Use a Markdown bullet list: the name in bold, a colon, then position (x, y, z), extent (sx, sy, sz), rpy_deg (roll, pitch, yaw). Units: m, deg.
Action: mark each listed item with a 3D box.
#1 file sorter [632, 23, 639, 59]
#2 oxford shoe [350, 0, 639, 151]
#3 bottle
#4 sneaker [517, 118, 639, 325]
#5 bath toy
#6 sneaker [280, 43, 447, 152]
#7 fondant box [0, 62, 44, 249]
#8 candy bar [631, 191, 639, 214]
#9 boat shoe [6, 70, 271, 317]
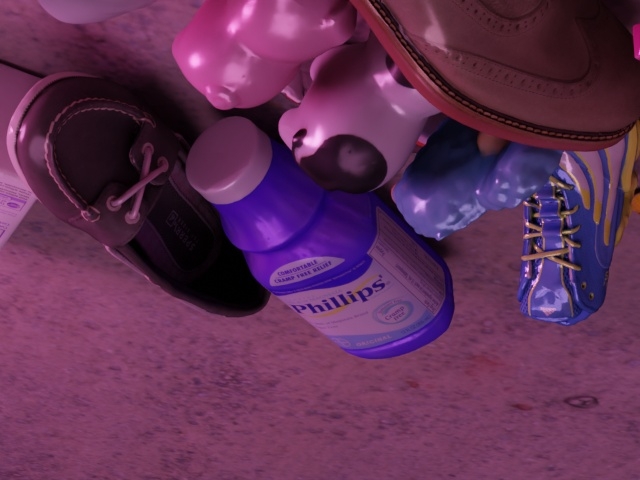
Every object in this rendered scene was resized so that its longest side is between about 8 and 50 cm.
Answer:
- **file sorter**: position (0.340, -0.028, 0.814), extent (0.291, 0.182, 0.202), rpy_deg (4, 171, -34)
- **oxford shoe**: position (0.092, -0.160, 0.890), extent (0.348, 0.123, 0.130), rpy_deg (28, 143, -34)
- **bottle**: position (0.000, 0.000, 1.265), extent (0.118, 0.092, 0.283), rpy_deg (-19, 143, 25)
- **sneaker**: position (0.184, -0.015, 1.133), extent (0.091, 0.126, 0.240), rpy_deg (3, 153, 15)
- **bath toy**: position (-0.014, -0.127, 0.977), extent (0.348, 0.151, 0.129), rpy_deg (29, -175, -24)
- **sneaker**: position (0.030, -0.091, 1.118), extent (0.158, 0.061, 0.065), rpy_deg (20, 159, -17)
- **fondant box**: position (-0.368, -0.059, 1.289), extent (0.238, 0.096, 0.330), rpy_deg (20, 151, -18)
- **candy bar**: position (0.309, -0.004, 1.229), extent (0.162, 0.018, 0.040), rpy_deg (22, 155, -22)
- **boat shoe**: position (-0.123, -0.028, 1.221), extent (0.096, 0.112, 0.335), rpy_deg (27, 169, 26)
